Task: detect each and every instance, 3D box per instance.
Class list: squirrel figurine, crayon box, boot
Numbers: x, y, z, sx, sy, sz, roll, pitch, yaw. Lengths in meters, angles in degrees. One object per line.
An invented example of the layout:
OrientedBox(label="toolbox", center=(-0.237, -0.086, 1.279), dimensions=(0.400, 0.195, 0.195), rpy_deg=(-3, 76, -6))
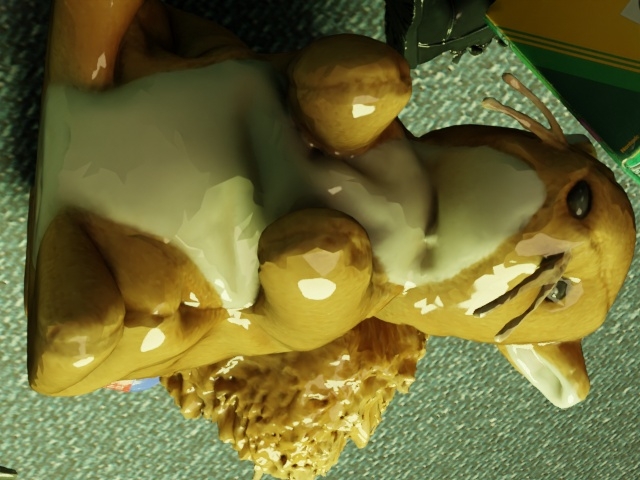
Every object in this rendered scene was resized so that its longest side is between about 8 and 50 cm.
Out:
OrientedBox(label="squirrel figurine", center=(0.000, 0.000, 1.264), dimensions=(0.370, 0.281, 0.397), rpy_deg=(4, 158, -11))
OrientedBox(label="crayon box", center=(0.268, -0.184, 1.312), dimensions=(0.278, 0.165, 0.081), rpy_deg=(-44, 146, 9))
OrientedBox(label="boot", center=(0.097, -0.169, 1.357), dimensions=(0.099, 0.045, 0.121), rpy_deg=(-20, 149, -12))

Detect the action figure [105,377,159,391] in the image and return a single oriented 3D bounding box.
OrientedBox(label="action figure", center=(-0.061, 0.059, 1.512), dimensions=(0.280, 0.091, 0.139), rpy_deg=(2, 146, -37))

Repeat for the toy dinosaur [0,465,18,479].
OrientedBox(label="toy dinosaur", center=(-0.344, 0.215, 1.422), dimensions=(0.218, 0.322, 0.164), rpy_deg=(15, 87, -46))
